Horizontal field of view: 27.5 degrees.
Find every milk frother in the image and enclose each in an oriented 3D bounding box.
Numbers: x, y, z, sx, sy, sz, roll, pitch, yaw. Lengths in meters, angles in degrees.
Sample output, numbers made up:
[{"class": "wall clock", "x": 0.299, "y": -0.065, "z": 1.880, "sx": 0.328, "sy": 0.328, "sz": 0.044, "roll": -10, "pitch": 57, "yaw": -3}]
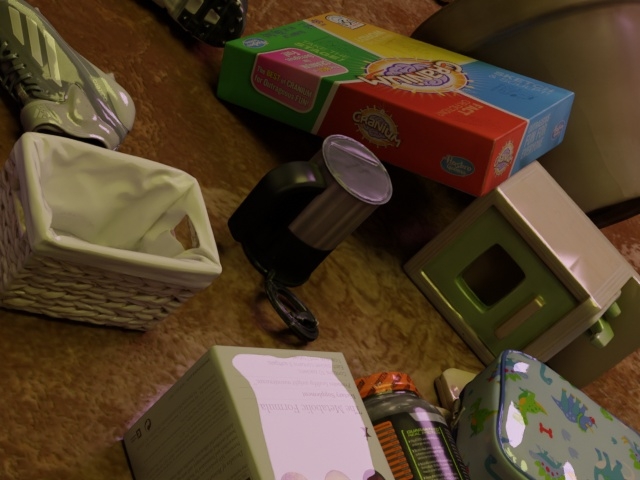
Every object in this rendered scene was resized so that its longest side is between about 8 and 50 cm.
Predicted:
[{"class": "milk frother", "x": 0.000, "y": 0.000, "z": 1.222, "sx": 0.129, "sy": 0.135, "sz": 0.143, "roll": -18, "pitch": 68, "yaw": -53}]

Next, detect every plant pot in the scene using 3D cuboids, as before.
[{"class": "plant pot", "x": 0.292, "y": -0.155, "z": 1.597, "sx": 0.323, "sy": 0.323, "sz": 0.281, "roll": -5, "pitch": 75, "yaw": -50}]

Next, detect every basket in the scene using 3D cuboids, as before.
[{"class": "basket", "x": -0.182, "y": -0.001, "z": 1.055, "sx": 0.167, "sy": 0.103, "sz": 0.113, "roll": 13, "pitch": 45, "yaw": -38}]

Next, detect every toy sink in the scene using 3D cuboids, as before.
[{"class": "toy sink", "x": 0.231, "y": 0.057, "z": 1.397, "sx": 0.234, "sy": 0.153, "sz": 0.131, "roll": 50, "pitch": 34, "yaw": 6}]

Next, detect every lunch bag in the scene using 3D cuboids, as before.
[{"class": "lunch bag", "x": 0.222, "y": 0.220, "z": 1.228, "sx": 0.219, "sy": 0.090, "sz": 0.176, "roll": 36, "pitch": 33, "yaw": -14}]

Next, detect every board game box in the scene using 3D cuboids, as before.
[{"class": "board game box", "x": 0.085, "y": -0.157, "z": 1.416, "sx": 0.316, "sy": 0.064, "sz": 0.242, "roll": 22, "pitch": 27, "yaw": 22}]

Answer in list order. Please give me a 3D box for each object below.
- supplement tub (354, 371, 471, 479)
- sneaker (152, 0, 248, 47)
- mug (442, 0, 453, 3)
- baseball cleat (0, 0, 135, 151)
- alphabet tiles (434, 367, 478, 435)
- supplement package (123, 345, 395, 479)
[{"class": "supplement tub", "x": 0.069, "y": 0.213, "z": 1.084, "sx": 0.117, "sy": 0.117, "sz": 0.190, "roll": 10, "pitch": 47, "yaw": -42}, {"class": "sneaker", "x": -0.171, "y": -0.303, "z": 1.424, "sx": 0.234, "sy": 0.078, "sz": 0.106, "roll": 38, "pitch": 23, "yaw": -5}, {"class": "mug", "x": 0.199, "y": -0.371, "z": 1.909, "sx": 0.078, "sy": 0.062, "sz": 0.064, "roll": 47, "pitch": 41, "yaw": 15}, {"class": "baseball cleat", "x": -0.259, "y": -0.149, "z": 1.162, "sx": 0.205, "sy": 0.072, "sz": 0.109, "roll": 33, "pitch": 41, "yaw": -11}, {"class": "alphabet tiles", "x": 0.199, "y": 0.255, "z": 1.267, "sx": 0.278, "sy": 0.021, "sz": 0.284, "roll": 18, "pitch": 42, "yaw": -36}, {"class": "supplement package", "x": -0.026, "y": 0.216, "z": 0.961, "sx": 0.139, "sy": 0.134, "sz": 0.244, "roll": 7, "pitch": 49, "yaw": -43}]
